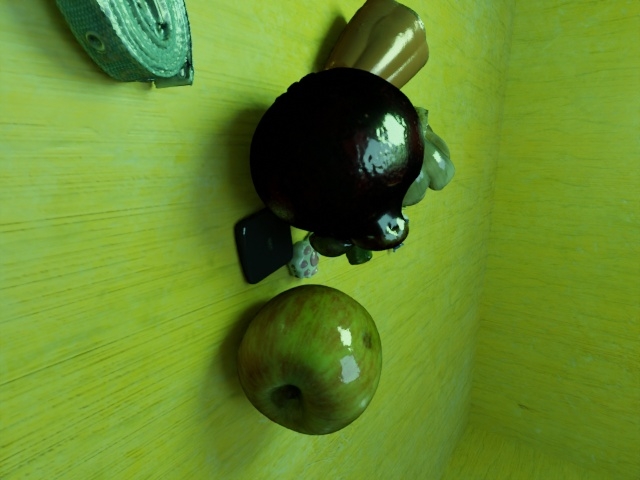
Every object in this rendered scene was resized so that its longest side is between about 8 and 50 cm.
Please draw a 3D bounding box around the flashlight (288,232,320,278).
[{"bbox_3d":[0.000,0.000,0.890,0.200,0.047,0.093,-52,142,-35],"label":"flashlight"}]

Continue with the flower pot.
[{"bbox_3d":[0.104,-0.367,0.850,0.173,0.190,0.191,-55,140,-16],"label":"flower pot"}]

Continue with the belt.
[{"bbox_3d":[-0.222,-0.267,0.461,0.147,0.082,0.163,-24,115,-63],"label":"belt"}]

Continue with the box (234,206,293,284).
[{"bbox_3d":[-0.104,0.005,0.760,0.125,0.027,0.126,-34,126,-45],"label":"box"}]

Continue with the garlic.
[{"bbox_3d":[0.279,-0.227,1.200,0.237,0.210,0.292,-97,159,-45],"label":"garlic"}]

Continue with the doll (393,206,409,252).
[{"bbox_3d":[0.234,-0.033,1.229,0.099,0.057,0.143,-22,123,-72],"label":"doll"}]

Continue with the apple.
[{"bbox_3d":[-0.011,0.204,0.751,0.264,0.264,0.264,-20,114,-53],"label":"apple"}]

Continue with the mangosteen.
[{"bbox_3d":[0.035,-0.122,0.675,0.297,0.297,0.313,11,51,-57],"label":"mangosteen"}]
